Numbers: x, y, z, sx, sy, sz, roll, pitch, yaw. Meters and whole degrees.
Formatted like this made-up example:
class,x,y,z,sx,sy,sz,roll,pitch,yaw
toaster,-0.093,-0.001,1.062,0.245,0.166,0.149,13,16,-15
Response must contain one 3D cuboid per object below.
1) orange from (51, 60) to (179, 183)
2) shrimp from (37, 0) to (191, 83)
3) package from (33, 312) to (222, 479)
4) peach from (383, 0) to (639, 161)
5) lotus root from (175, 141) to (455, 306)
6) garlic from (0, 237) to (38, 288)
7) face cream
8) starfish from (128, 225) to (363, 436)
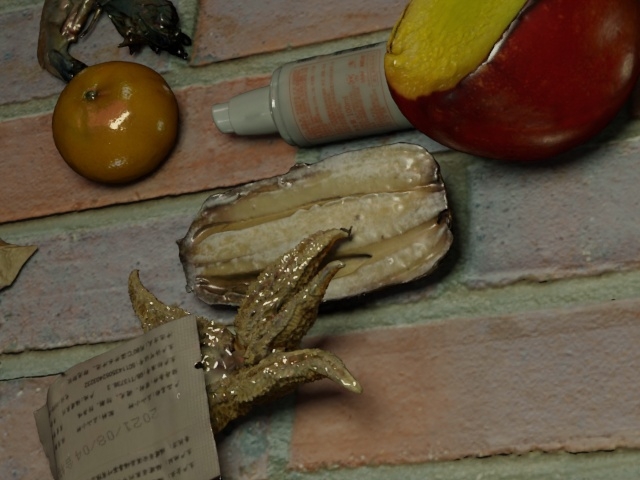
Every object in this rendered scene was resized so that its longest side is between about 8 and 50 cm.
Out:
class,x,y,z,sx,sy,sz,roll,pitch,yaw
orange,-0.246,-0.144,2.077,0.156,0.124,0.156,-15,54,22
shrimp,-0.283,-0.270,2.215,0.178,0.075,0.289,-47,52,3
package,-0.212,0.213,1.821,0.251,0.062,0.204,-35,56,31
peach,0.205,-0.198,1.813,0.245,0.248,0.275,40,72,-2
lotus root,-0.001,0.000,1.890,0.329,0.078,0.167,-10,75,25
garlic,-0.493,0.013,2.126,0.266,0.148,0.128,33,114,33
face cream,-0.009,-0.158,1.982,0.251,0.101,0.101,-10,56,22
starfish,-0.064,0.096,1.817,0.293,0.084,0.301,-34,51,28
